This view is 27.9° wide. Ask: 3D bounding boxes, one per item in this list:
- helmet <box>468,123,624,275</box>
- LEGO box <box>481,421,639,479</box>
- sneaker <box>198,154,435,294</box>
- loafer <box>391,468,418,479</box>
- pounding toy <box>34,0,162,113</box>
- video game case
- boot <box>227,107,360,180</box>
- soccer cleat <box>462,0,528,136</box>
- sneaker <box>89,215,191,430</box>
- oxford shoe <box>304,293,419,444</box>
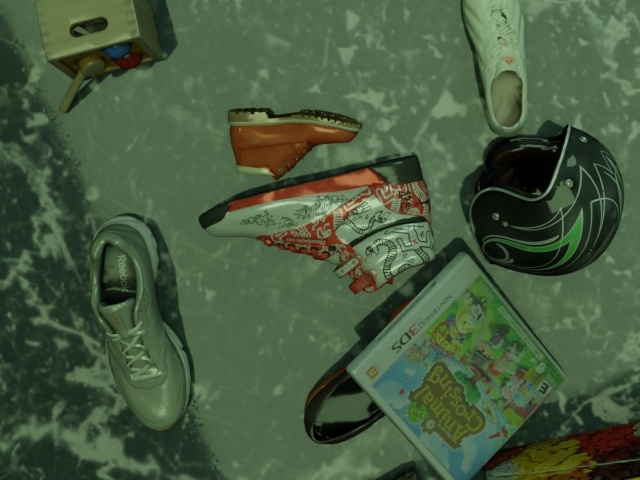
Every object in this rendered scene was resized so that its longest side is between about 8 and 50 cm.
[{"bbox_3d":[0.260,-0.043,1.445,0.161,0.169,0.169,-6,97,23],"label":"helmet"},{"bbox_3d":[0.419,0.469,1.479,0.372,0.193,0.500,-12,96,5],"label":"LEGO box"},{"bbox_3d":[0.001,0.000,1.505,0.270,0.090,0.145,-14,93,3],"label":"sneaker"},{"bbox_3d":[0.140,0.354,1.553,0.061,0.062,0.170,-41,94,2],"label":"loafer"},{"bbox_3d":[-0.263,-0.222,1.486,0.141,0.130,0.100,-14,83,5],"label":"pounding toy"},{"bbox_3d":[0.161,0.153,1.487,0.193,0.023,0.212,-44,112,-10],"label":"video game case"},{"bbox_3d":[-0.030,-0.113,1.514,0.158,0.059,0.085,1,100,12],"label":"boot"},{"bbox_3d":[0.207,-0.216,1.472,0.068,0.076,0.196,-10,96,5],"label":"soccer cleat"},{"bbox_3d":[-0.226,0.106,1.516,0.099,0.121,0.262,-15,96,6],"label":"sneaker"},{"bbox_3d":[0.093,0.150,1.511,0.271,0.098,0.097,-44,91,7],"label":"oxford shoe"}]
